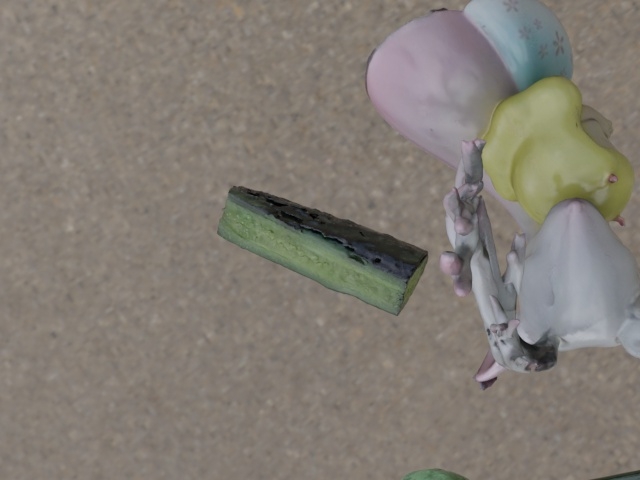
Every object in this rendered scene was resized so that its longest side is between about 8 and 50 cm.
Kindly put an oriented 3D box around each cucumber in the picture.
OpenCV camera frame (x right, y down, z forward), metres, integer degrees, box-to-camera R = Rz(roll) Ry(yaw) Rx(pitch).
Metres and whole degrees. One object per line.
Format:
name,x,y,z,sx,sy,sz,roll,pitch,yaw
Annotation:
cucumber,0.001,-0.003,1.322,0.211,0.062,0.078,25,141,10

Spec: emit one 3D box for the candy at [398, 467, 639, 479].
candy,0.254,0.291,1.482,0.440,0.119,0.119,-19,102,36

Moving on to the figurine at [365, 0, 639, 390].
figurine,0.141,-0.031,0.853,0.284,0.206,0.316,76,171,-54
